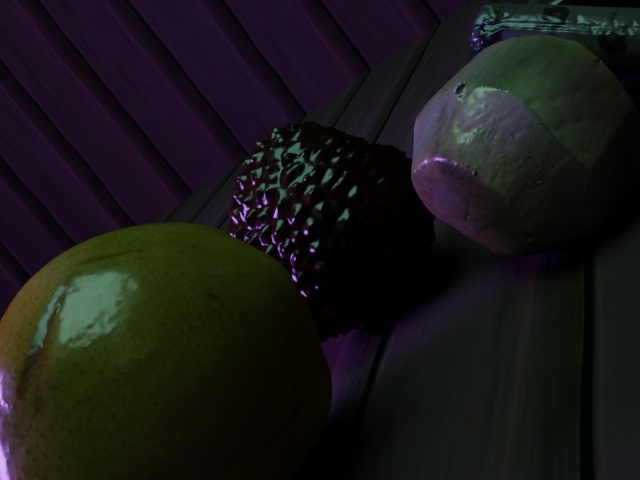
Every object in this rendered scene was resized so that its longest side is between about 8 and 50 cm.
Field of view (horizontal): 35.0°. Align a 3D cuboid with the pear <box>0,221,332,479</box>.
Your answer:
[{"bbox_3d":[-0.150,0.133,0.912,0.314,0.314,0.314,-36,13,9],"label":"pear"}]

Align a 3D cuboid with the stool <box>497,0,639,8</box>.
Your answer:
[{"bbox_3d":[0.341,-0.260,1.232,0.272,0.178,0.272,-36,13,10],"label":"stool"}]

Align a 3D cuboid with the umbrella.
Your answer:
[{"bbox_3d":[0.317,-0.203,1.041,0.337,0.067,0.073,9,0,28],"label":"umbrella"}]

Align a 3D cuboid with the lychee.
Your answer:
[{"bbox_3d":[0.000,0.000,1.159,0.271,0.271,0.271,-36,13,9],"label":"lychee"}]

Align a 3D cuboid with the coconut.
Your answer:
[{"bbox_3d":[0.205,-0.099,1.008,0.237,0.197,0.237,-41,10,9],"label":"coconut"}]
